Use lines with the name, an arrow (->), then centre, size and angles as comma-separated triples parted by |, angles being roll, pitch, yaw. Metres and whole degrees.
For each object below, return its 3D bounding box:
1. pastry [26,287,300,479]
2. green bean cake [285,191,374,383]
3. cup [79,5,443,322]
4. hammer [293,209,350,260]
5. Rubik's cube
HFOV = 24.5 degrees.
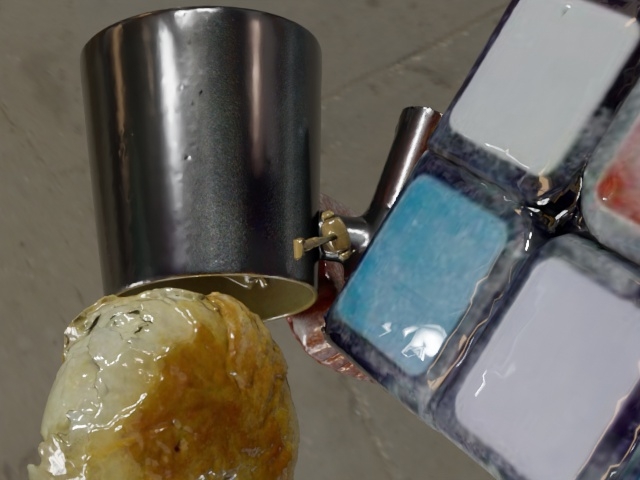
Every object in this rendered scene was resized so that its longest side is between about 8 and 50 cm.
pastry -> -0.074, 0.097, 0.739 | 0.153, 0.081, 0.153 | 3, 85, -36
green bean cake -> 0.013, 0.035, 1.090 | 0.056, 0.135, 0.135 | -32, 150, 22
cup -> -0.042, -0.049, 0.975 | 0.239, 0.166, 0.177 | -10, 71, 20
hammer -> 0.000, 0.000, 0.754 | 0.014, 0.123, 0.029 | -24, 89, 9
Rubik's cube -> 0.279, 0.027, 0.723 | 0.362, 0.363, 0.358 | 30, 95, -40
